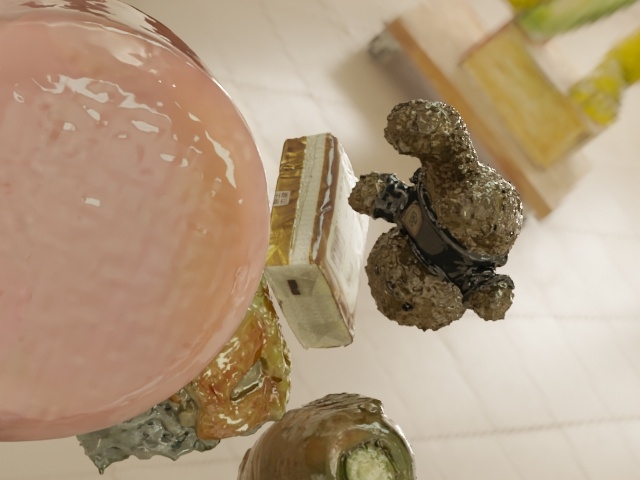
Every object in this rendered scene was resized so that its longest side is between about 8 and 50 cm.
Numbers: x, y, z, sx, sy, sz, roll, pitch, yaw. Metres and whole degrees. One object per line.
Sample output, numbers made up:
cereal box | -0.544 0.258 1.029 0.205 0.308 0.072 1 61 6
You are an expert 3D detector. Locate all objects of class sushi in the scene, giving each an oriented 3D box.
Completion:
sushi | -0.136 0.065 1.230 0.274 0.184 0.139 42 -28 60

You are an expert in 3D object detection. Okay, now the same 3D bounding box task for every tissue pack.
tissue pack | 0.000 0.000 2.042 0.183 0.092 0.226 68 20 -47

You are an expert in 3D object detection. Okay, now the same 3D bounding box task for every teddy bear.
teddy bear | 0.117 -0.012 1.414 0.129 0.251 0.182 -20 63 -27

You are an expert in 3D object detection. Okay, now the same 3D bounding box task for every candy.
candy | -0.154 -0.007 0.850 0.255 0.255 0.094 35 10 -29

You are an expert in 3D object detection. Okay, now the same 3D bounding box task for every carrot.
carrot | -0.010 0.222 1.445 0.139 0.302 0.138 5 71 -14
